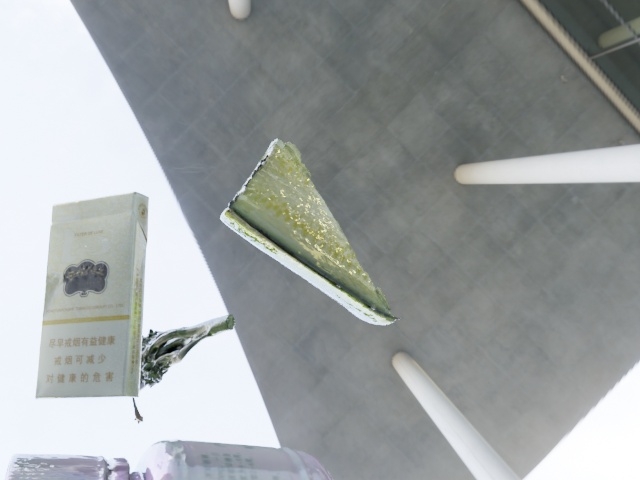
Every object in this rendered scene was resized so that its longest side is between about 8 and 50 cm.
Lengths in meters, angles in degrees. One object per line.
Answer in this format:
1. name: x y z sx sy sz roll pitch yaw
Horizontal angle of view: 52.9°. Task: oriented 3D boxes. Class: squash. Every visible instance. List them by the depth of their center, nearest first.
1. squash: 0.000 0.000 0.850 0.252 0.169 0.093 35 -45 -8

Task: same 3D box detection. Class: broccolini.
1. broccolini: -0.197 0.133 0.877 0.068 0.091 0.203 43 -56 -15

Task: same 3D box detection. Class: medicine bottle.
1. medicine bottle: -0.147 0.310 0.600 0.302 0.241 0.241 11 -86 -20

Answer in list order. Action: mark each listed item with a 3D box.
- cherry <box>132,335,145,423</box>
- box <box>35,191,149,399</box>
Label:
1. cherry: -0.370 0.264 1.219 0.148 0.115 0.188 -28 -107 28
2. box: -0.189 0.046 0.533 0.090 0.024 0.166 -6 -105 20
